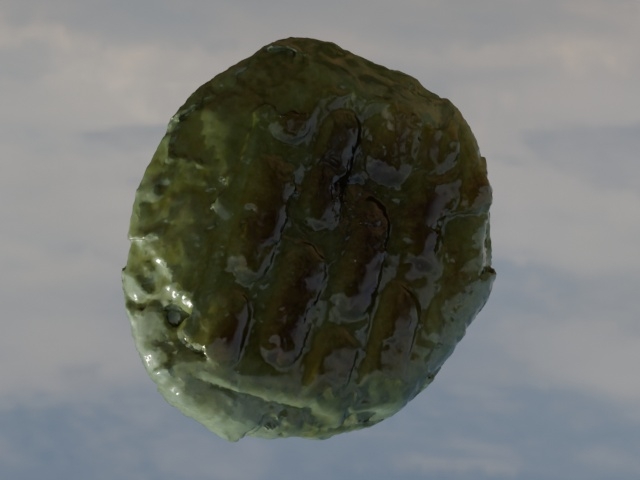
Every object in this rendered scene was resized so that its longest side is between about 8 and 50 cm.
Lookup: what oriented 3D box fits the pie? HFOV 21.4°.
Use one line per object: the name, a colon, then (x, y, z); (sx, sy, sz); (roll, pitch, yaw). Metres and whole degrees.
pie: (0.000, 0.000, 1.191); (0.306, 0.306, 0.071); (-8, -173, -32)
